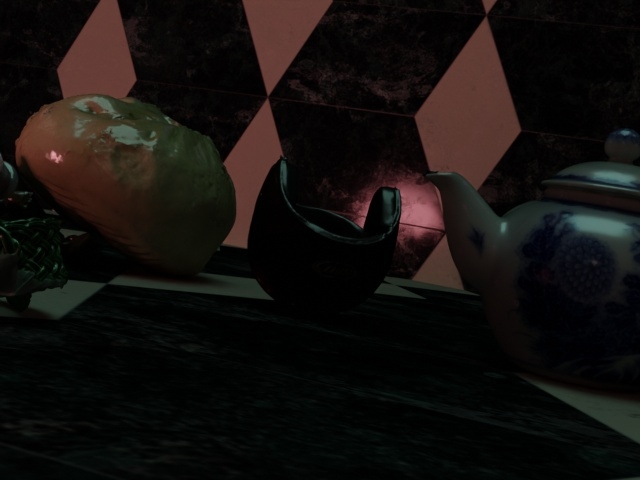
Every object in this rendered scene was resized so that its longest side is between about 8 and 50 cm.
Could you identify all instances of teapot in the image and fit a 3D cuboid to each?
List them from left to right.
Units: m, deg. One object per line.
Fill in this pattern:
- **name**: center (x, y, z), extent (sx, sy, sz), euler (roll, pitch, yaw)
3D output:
- **teapot**: center (0.309, 0.015, 1.039), extent (0.424, 0.279, 0.252), euler (11, 2, -6)

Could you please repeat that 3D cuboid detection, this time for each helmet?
- **helmet**: center (0.000, 0.000, 1.230), extent (0.189, 0.193, 0.216), euler (12, 5, -15)

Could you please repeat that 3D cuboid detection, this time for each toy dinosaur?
- **toy dinosaur**: center (-0.411, 0.016, 1.334), extent (0.187, 0.087, 0.179), euler (25, -37, 1)

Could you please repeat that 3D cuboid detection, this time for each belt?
- **belt**: center (-0.276, 0.022, 0.783), extent (0.151, 0.079, 0.121), euler (-3, 3, 38)

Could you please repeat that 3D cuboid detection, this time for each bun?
- **bun**: center (-0.278, -0.094, 1.442), extent (0.326, 0.234, 0.362), euler (31, -4, 46)

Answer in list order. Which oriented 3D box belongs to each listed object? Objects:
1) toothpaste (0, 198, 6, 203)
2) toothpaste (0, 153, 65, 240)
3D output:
- **toothpaste**: center (-0.486, -0.029, 1.179), extent (0.064, 0.041, 0.218), euler (-5, 11, 23)
- **toothpaste**: center (-0.465, -0.050, 1.422), extent (0.114, 0.073, 0.299), euler (7, -21, 2)
